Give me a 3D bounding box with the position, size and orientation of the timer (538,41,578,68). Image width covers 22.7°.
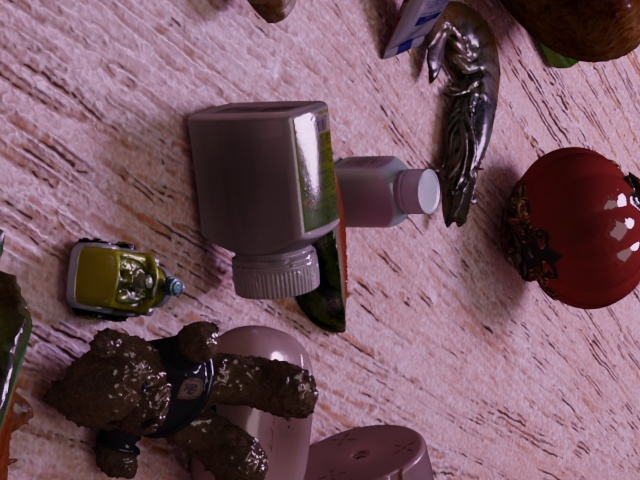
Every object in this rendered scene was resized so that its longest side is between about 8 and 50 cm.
[{"bbox_3d":[0.355,-0.328,2.314,0.128,0.047,0.140,53,48,-45],"label":"timer"}]

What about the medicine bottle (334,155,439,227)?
[{"bbox_3d":[0.072,-0.056,1.810,0.055,0.118,0.074,-36,119,-50],"label":"medicine bottle"}]

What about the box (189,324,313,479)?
[{"bbox_3d":[-0.069,0.187,1.621,0.146,0.088,0.200,18,76,-55],"label":"box"}]

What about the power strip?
[{"bbox_3d":[0.050,0.268,1.757,0.154,0.154,0.078,-37,118,-51],"label":"power strip"}]

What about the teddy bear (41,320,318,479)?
[{"bbox_3d":[-0.139,0.146,1.479,0.251,0.129,0.182,23,99,-40],"label":"teddy bear"}]

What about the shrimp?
[{"bbox_3d":[0.170,-0.170,2.029,0.169,0.058,0.296,34,59,-45],"label":"shrimp"}]

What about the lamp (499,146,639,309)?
[{"bbox_3d":[0.348,-0.014,2.171,0.227,0.227,0.227,-2,92,-57],"label":"lamp"}]

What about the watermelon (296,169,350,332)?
[{"bbox_3d":[0.006,-0.001,1.773,0.119,0.063,0.245,-43,126,-65],"label":"watermelon"}]

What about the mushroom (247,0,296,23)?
[{"bbox_3d":[-0.044,-0.322,1.664,0.094,0.072,0.210,54,44,-46],"label":"mushroom"}]

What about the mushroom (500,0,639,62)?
[{"bbox_3d":[0.393,-0.403,2.116,0.334,0.356,0.331,-67,161,-70],"label":"mushroom"}]

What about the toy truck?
[{"bbox_3d":[-0.175,0.038,1.461,0.111,0.077,0.076,12,81,-57],"label":"toy truck"}]

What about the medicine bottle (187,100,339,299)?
[{"bbox_3d":[-0.054,-0.042,1.599,0.088,0.132,0.189,-25,113,-56],"label":"medicine bottle"}]

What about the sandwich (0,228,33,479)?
[{"bbox_3d":[-0.299,0.146,1.194,0.250,0.162,0.301,-25,109,-50],"label":"sandwich"}]

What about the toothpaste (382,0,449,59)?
[{"bbox_3d":[0.150,-0.327,1.877,0.096,0.061,0.266,-27,152,-49],"label":"toothpaste"}]
